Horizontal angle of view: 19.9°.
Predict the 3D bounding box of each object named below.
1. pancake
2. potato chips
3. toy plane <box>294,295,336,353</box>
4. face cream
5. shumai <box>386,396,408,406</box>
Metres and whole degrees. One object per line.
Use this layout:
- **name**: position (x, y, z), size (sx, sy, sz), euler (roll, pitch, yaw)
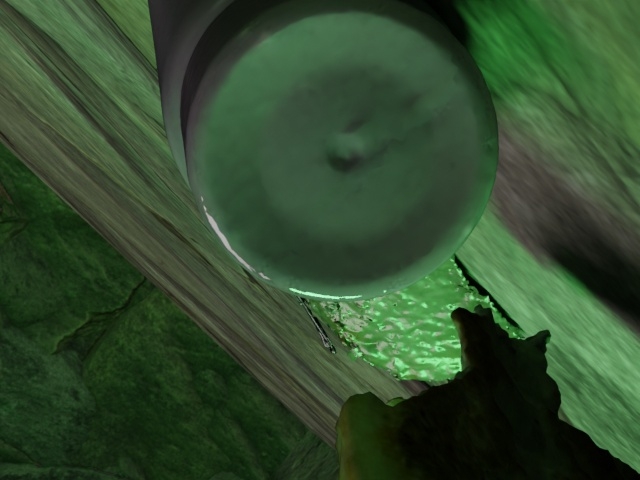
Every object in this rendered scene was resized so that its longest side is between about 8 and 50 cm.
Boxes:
- **pancake**: position (0.162, 0.209, 0.709), size (0.426, 0.067, 0.305), euler (36, -147, -13)
- **potato chips**: position (0.006, -0.005, 0.955), size (0.228, 0.059, 0.167), euler (39, 163, 5)
- **toy plane**: position (-0.006, 0.011, 1.142), size (0.121, 0.049, 0.031), euler (61, 166, -17)
- **face cream**: position (-0.007, -0.056, 0.641), size (0.154, 0.096, 0.274), euler (38, -173, -12)
- **shumai**: position (0.117, 0.187, 1.509), size (0.123, 0.105, 0.139), euler (-7, -146, -31)
